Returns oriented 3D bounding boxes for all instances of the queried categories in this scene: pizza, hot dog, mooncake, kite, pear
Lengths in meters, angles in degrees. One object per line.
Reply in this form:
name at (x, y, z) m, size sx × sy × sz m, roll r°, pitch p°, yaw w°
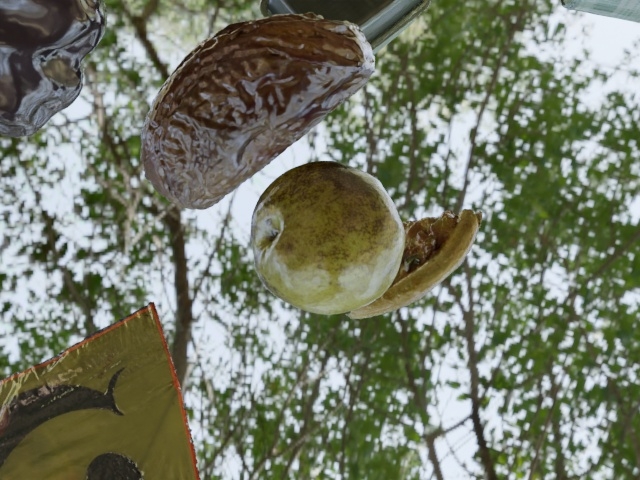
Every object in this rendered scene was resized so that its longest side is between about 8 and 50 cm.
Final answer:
pizza at (0.146, 0.022, 1.504) m, size 0.292 × 0.058 × 0.197 m, roll -36°, pitch -142°, yaw -1°
hot dog at (-0.105, -0.204, 1.290) m, size 0.174 × 0.387 × 0.267 m, roll 56°, pitch -161°, yaw 8°
mooncake at (-0.442, -0.298, 1.055) m, size 0.350 × 0.381 × 0.212 m, roll 21°, pitch -159°, yaw -21°
kite at (-0.202, 0.232, 0.719) m, size 0.327 × 0.013 × 0.378 m, roll 23°, pitch -99°, yaw 29°
pear at (0.000, 0.000, 1.085) m, size 0.197 × 0.197 × 0.197 m, roll 5°, pitch -147°, yaw -3°

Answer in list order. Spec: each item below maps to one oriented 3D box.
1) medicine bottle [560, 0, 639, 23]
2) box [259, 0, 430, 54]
medicine bottle at (0.536, -0.447, 1.320) m, size 0.290 × 0.245 × 0.245 m, roll 10°, pitch -147°, yaw 1°
box at (0.050, -0.455, 1.680) m, size 0.290 × 0.166 × 0.220 m, roll -39°, pitch -99°, yaw -11°
